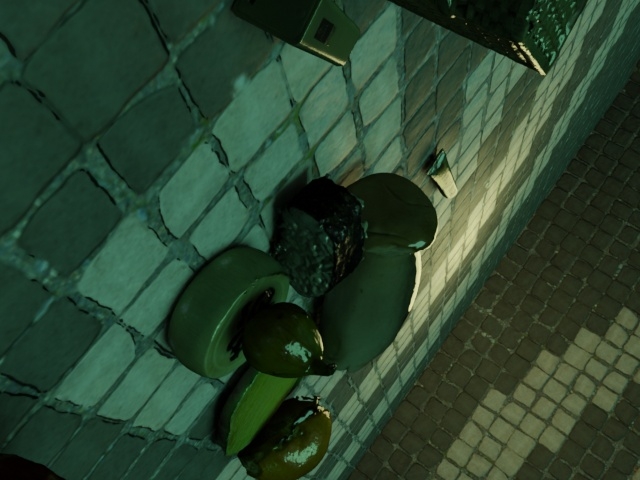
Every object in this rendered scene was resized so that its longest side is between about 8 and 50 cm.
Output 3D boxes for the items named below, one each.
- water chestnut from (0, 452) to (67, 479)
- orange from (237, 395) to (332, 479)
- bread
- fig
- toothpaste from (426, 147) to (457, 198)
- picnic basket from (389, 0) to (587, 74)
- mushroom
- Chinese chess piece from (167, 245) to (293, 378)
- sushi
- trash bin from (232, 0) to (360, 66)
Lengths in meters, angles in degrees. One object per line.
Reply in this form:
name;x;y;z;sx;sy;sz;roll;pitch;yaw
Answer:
water chestnut;-0.233;0.281;0.391;0.289;0.244;0.289;-47;156;-29
orange;-0.050;0.331;1.051;0.170;0.112;0.160;-44;-177;25
bread;-0.079;0.216;0.951;0.228;0.034;0.228;-48;160;-23
fig;-0.029;0.107;0.637;0.082;0.098;0.084;-43;166;-34
toothpaste;0.217;-0.109;1.136;0.049;0.032;0.204;-57;157;0
picnic basket;0.092;-0.222;0.435;0.134;0.196;0.154;-61;159;15
mushroom;0.077;0.056;0.929;0.154;0.137;0.407;-34;157;-25
Chinese chess piece;-0.092;0.075;0.669;0.144;0.059;0.144;-47;157;-26
sushi;0.000;0.000;0.723;0.078;0.091;0.150;-47;156;-35
trash bin;-0.013;-0.167;0.482;0.042;0.061;0.092;-62;162;14
